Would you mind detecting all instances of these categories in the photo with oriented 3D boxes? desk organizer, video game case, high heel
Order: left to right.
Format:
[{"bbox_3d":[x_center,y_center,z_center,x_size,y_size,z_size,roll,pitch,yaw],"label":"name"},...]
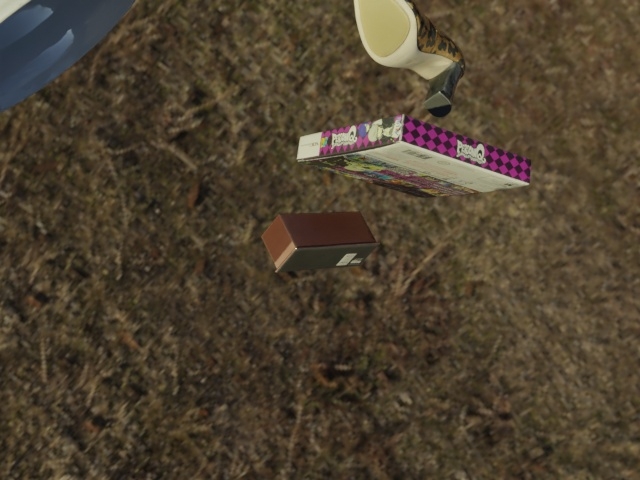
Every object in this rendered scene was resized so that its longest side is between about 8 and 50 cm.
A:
[{"bbox_3d":[0.000,0.000,1.184,0.130,0.047,0.050,-3,56,-41],"label":"desk organizer"},{"bbox_3d":[0.130,-0.326,1.534,0.261,0.093,0.186,54,30,-23],"label":"high heel"},{"bbox_3d":[0.123,-0.105,1.346,0.232,0.210,0.041,13,79,-35],"label":"video game case"}]

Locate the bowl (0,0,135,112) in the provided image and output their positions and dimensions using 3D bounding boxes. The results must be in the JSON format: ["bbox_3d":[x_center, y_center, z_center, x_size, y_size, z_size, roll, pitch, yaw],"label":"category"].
[{"bbox_3d":[-0.343,-0.263,1.117,0.134,0.298,0.298,50,40,-2],"label":"bowl"}]
